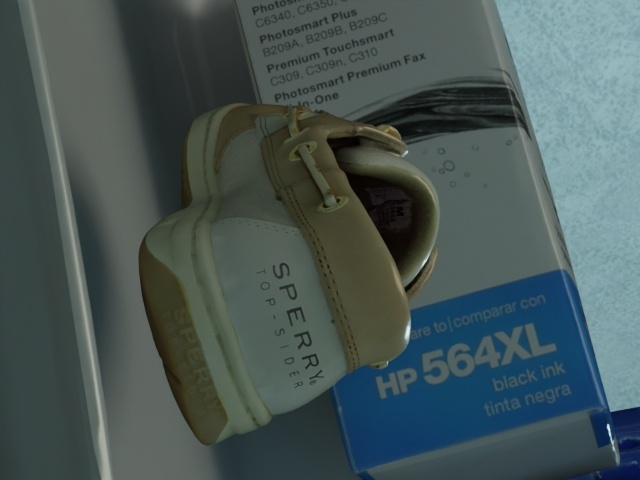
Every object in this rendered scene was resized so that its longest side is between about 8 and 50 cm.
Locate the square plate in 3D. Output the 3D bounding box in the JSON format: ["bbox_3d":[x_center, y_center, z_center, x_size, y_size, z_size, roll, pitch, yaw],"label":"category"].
[{"bbox_3d":[-0.047,0.002,0.537,0.344,0.049,0.347,52,23,-71],"label":"square plate"}]

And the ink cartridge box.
[{"bbox_3d":[0.036,-0.017,0.679,0.148,0.086,0.203,50,26,-73],"label":"ink cartridge box"}]

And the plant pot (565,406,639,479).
[{"bbox_3d":[0.129,0.200,0.769,0.212,0.236,0.236,-29,104,-77],"label":"plant pot"}]

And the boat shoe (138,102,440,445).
[{"bbox_3d":[0.000,0.000,0.457,0.170,0.059,0.063,-83,156,-73],"label":"boat shoe"}]
